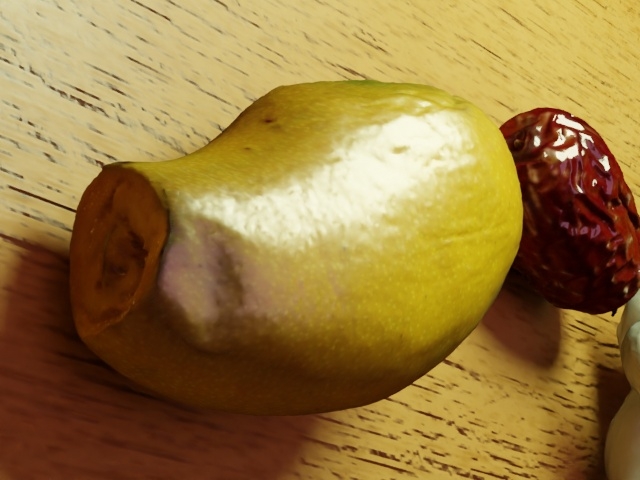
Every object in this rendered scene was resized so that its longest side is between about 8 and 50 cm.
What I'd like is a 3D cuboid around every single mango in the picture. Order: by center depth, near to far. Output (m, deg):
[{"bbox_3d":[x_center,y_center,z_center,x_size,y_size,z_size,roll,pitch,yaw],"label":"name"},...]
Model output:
[{"bbox_3d":[0.001,0.004,1.027,0.359,0.144,0.187,-30,92,-50],"label":"mango"}]

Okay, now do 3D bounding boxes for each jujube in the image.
[{"bbox_3d":[0.183,-0.016,1.331,0.112,0.109,0.176,-48,128,-12],"label":"jujube"}]

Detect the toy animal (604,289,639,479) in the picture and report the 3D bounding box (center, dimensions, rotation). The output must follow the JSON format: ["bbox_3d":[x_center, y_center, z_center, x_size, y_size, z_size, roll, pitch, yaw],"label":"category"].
[{"bbox_3d":[0.316,0.094,1.444,0.325,0.154,0.208,-31,139,-38],"label":"toy animal"}]
